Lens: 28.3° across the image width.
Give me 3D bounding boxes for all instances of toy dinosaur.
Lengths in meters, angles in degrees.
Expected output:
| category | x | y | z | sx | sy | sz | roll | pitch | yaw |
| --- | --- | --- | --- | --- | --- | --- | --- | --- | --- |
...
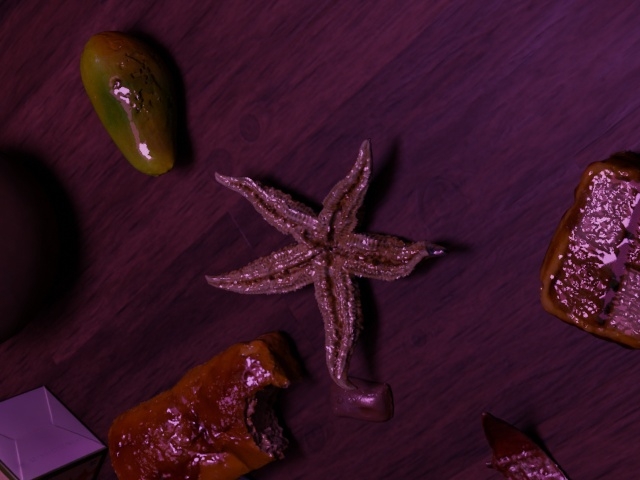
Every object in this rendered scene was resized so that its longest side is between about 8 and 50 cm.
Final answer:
| category | x | y | z | sx | sy | sz | roll | pitch | yaw |
| --- | --- | --- | --- | --- | --- | --- | --- | --- | --- |
| toy dinosaur | 0.286 | 0.371 | 1.605 | 0.207 | 0.113 | 0.327 | 4 | 101 | 35 |

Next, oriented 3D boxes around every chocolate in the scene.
| category | x | y | z | sx | sy | sz | roll | pitch | yaw |
| --- | --- | --- | --- | --- | --- | --- | --- | --- | --- |
| chocolate | 0.053 | 0.229 | 1.790 | 0.101 | 0.031 | 0.064 | 7 | 109 | 33 |

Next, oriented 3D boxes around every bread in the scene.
| category | x | y | z | sx | sy | sz | roll | pitch | yaw |
| --- | --- | --- | --- | --- | --- | --- | --- | --- | --- |
| bread | 0.360 | 0.008 | 1.478 | 0.181 | 0.096 | 0.222 | 28 | 115 | 25 |
| bread | -0.167 | 0.287 | 1.906 | 0.380 | 0.109 | 0.185 | -34 | 75 | 33 |

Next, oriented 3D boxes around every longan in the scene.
| category | x | y | z | sx | sy | sz | roll | pitch | yaw |
| --- | --- | --- | --- | --- | --- | --- | --- | --- | --- |
| longan | -0.589 | 0.014 | 2.020 | 0.361 | 0.361 | 0.361 | 9 | 106 | 34 |

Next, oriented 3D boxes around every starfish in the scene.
| category | x | y | z | sx | sy | sz | roll | pitch | yaw |
| --- | --- | --- | --- | --- | --- | --- | --- | --- | --- |
| starfish | 0.000 | -0.002 | 1.743 | 0.358 | 0.078 | 0.347 | 47 | 124 | 18 |

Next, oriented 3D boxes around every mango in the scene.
| category | x | y | z | sx | sy | sz | roll | pitch | yaw |
| --- | --- | --- | --- | --- | --- | --- | --- | --- | --- |
| mango | -0.271 | -0.205 | 1.874 | 0.125 | 0.111 | 0.233 | -33 | 82 | 41 |

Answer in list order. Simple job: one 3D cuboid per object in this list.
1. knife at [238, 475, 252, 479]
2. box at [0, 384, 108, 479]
| category | x | y | z | sx | sy | sz | roll | pitch | yaw |
| --- | --- | --- | --- | --- | --- | --- | --- | --- | --- |
| knife | -0.144 | 0.348 | 1.970 | 0.313 | 0.019 | 0.044 | 35 | 115 | 26 |
| box | -0.499 | 0.372 | 2.118 | 0.177 | 0.195 | 0.148 | 39 | 120 | 22 |
